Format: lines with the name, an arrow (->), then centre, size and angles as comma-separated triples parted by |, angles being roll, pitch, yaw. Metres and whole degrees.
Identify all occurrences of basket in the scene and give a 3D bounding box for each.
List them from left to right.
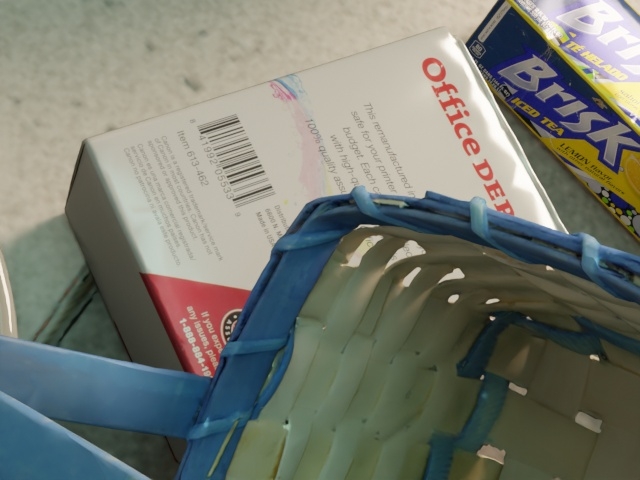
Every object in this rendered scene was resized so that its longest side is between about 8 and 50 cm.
basket -> 0.042, 0.091, 0.413 | 0.289, 0.255, 0.201 | 23, 90, -46

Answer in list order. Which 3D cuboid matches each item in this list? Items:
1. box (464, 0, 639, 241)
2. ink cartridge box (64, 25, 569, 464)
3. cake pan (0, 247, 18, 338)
box -> 0.149, -0.057, 0.667 | 0.169, 0.059, 0.054 | 46, 61, 5
ink cartridge box -> 0.000, 0.000, 0.589 | 0.175, 0.072, 0.127 | -20, 75, -24
cake pan -> -0.260, 0.047, 0.501 | 0.293, 0.054, 0.293 | 6, 66, -15
